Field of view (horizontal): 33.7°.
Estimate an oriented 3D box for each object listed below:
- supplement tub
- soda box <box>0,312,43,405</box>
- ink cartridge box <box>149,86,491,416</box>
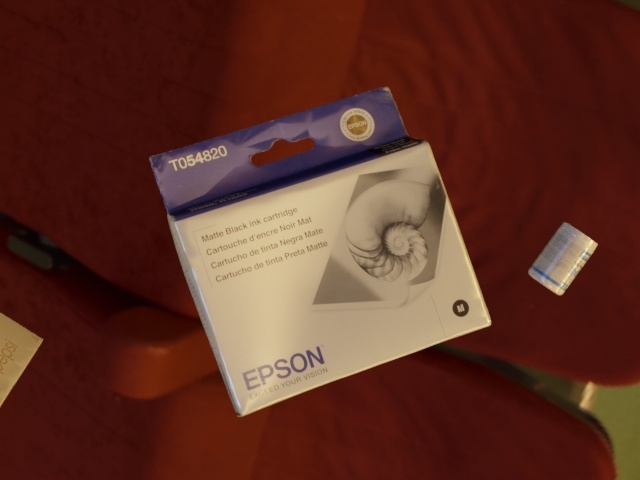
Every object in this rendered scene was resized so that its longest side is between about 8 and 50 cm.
[{"bbox_3d":[0.402,0.031,1.757,0.107,0.071,0.071,-55,142,7],"label":"supplement tub"},{"bbox_3d":[-0.380,0.160,1.157,0.074,0.216,0.069,34,109,-10],"label":"soda box"},{"bbox_3d":[0.000,0.000,0.852,0.223,0.223,0.045,-19,174,-13],"label":"ink cartridge box"}]
